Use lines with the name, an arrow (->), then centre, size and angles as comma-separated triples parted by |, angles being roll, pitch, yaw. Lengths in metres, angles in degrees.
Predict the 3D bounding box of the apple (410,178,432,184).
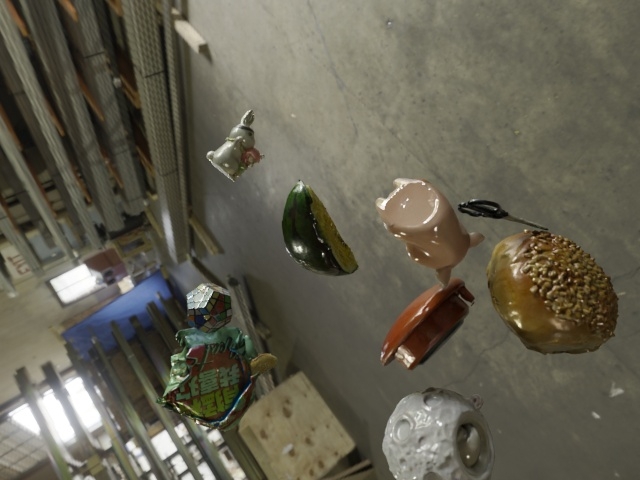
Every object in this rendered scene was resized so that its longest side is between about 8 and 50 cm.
apple -> 0.302, -0.137, 1.553 | 0.126, 0.125, 0.102 | 158, 114, -65

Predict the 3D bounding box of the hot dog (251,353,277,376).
hot dog -> -0.275, 0.519, 2.033 | 0.084, 0.242, 0.074 | -10, 93, 36

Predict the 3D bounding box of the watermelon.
watermelon -> 0.000, 0.000, 1.142 | 0.122, 0.129, 0.301 | -1, 138, 33

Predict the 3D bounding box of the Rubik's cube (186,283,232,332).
Rubik's cube -> -0.239, 0.146, 1.059 | 0.093, 0.111, 0.111 | 51, 153, 15

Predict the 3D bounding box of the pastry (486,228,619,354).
pastry -> 0.673, 0.140, 1.416 | 0.410, 0.409, 0.245 | 53, 133, 14

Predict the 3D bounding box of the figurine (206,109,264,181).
figurine -> -0.176, -0.209, 1.106 | 0.081, 0.146, 0.098 | 29, 167, 48

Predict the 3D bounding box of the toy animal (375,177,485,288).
toy animal -> 0.293, -0.027, 1.361 | 0.212, 0.195, 0.256 | 32, 171, 47

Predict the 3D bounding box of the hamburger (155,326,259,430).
hamburger -> -0.299, 0.367, 1.351 | 0.150, 0.260, 0.276 | -20, 54, 66

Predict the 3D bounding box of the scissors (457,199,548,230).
scissors -> 0.520, -0.064, 1.368 | 0.109, 0.299, 0.022 | 160, 123, -65

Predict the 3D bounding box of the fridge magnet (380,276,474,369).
fridge magnet -> 0.327, 0.264, 1.533 | 0.155, 0.363, 0.364 | 45, 151, 19

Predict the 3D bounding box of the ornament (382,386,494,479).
ornament -> 0.353, 0.626, 1.505 | 0.337, 0.336, 0.337 | 43, 150, 32
